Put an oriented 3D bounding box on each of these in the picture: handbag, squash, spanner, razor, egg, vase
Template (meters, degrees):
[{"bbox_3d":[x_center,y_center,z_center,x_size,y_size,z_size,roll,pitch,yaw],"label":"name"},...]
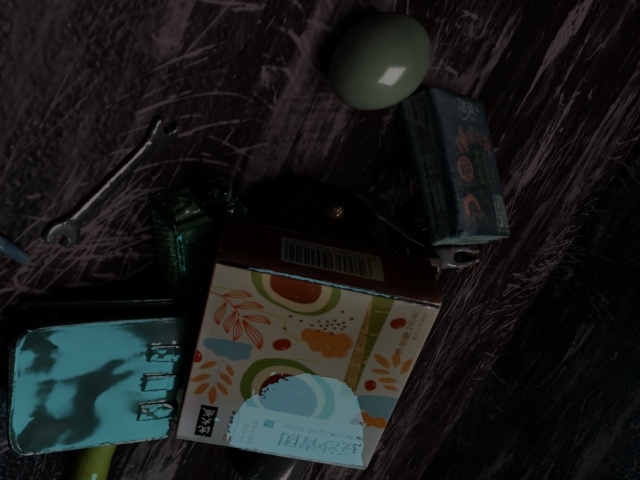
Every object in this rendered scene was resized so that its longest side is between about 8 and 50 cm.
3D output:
[{"bbox_3d":[-0.357,0.209,1.066,0.274,0.100,0.269,-2,122,-28],"label":"handbag"},{"bbox_3d":[0.000,0.000,1.200,0.252,0.252,0.165,-13,128,-44],"label":"squash"},{"bbox_3d":[-0.300,-0.086,0.966,0.254,0.015,0.054,-47,146,-7],"label":"spanner"},{"bbox_3d":[-0.430,0.000,0.879,0.068,0.040,0.135,-44,154,-10],"label":"razor"},{"bbox_3d":[0.101,-0.301,1.122,0.192,0.149,0.149,-41,147,-16],"label":"egg"},{"bbox_3d":[-0.064,0.509,1.724,0.321,0.173,0.173,-48,148,-14],"label":"vase"},{"bbox_3d":[-0.437,0.442,1.257,0.083,0.083,0.250,-7,127,-48],"label":"squash"}]

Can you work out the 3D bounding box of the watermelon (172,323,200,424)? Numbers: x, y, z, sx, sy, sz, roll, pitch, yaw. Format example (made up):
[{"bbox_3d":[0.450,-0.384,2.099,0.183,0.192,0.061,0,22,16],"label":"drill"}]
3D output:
[{"bbox_3d":[-0.213,0.242,1.300,0.180,0.223,0.305,-88,-164,-65],"label":"watermelon"}]

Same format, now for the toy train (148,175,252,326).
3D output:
[{"bbox_3d":[-0.195,0.014,1.113,0.154,0.115,0.270,-22,138,-25],"label":"toy train"}]

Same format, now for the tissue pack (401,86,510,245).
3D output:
[{"bbox_3d":[0.290,-0.150,1.389,0.227,0.103,0.316,0,78,-51],"label":"tissue pack"}]

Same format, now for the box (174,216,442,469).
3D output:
[{"bbox_3d":[-0.033,0.182,1.093,0.344,0.122,0.385,12,121,-10],"label":"box"}]

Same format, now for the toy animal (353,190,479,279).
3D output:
[{"bbox_3d":[0.223,0.026,1.386,0.301,0.284,0.225,1,100,-25],"label":"toy animal"}]

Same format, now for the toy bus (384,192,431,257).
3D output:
[{"bbox_3d":[0.168,0.027,1.586,0.409,0.092,0.093,-43,145,-12],"label":"toy bus"}]
